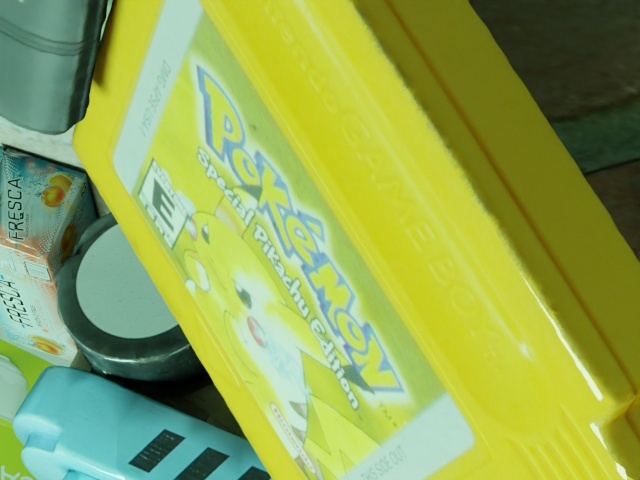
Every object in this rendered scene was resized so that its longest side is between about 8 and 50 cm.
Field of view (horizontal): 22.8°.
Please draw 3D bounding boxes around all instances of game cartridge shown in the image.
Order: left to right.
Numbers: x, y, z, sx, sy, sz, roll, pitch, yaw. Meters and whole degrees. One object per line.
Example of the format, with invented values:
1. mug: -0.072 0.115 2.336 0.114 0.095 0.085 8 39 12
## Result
1. game cartridge: 0.000 0.000 0.639 0.285 0.053 0.323 58 159 10

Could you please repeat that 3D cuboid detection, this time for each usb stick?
1. usb stick: -0.110 -0.131 0.605 0.077 0.045 0.278 37 150 6

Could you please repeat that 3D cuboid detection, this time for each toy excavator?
1. toy excavator: -0.028 0.260 0.880 0.433 0.445 0.222 21 159 21

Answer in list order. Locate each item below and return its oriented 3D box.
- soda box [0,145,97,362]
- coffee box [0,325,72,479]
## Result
1. soda box: -0.173 0.014 0.994 0.058 0.063 0.183 18 156 7
2. coffee box: -0.405 0.177 1.196 0.338 0.334 0.338 28 156 -17
